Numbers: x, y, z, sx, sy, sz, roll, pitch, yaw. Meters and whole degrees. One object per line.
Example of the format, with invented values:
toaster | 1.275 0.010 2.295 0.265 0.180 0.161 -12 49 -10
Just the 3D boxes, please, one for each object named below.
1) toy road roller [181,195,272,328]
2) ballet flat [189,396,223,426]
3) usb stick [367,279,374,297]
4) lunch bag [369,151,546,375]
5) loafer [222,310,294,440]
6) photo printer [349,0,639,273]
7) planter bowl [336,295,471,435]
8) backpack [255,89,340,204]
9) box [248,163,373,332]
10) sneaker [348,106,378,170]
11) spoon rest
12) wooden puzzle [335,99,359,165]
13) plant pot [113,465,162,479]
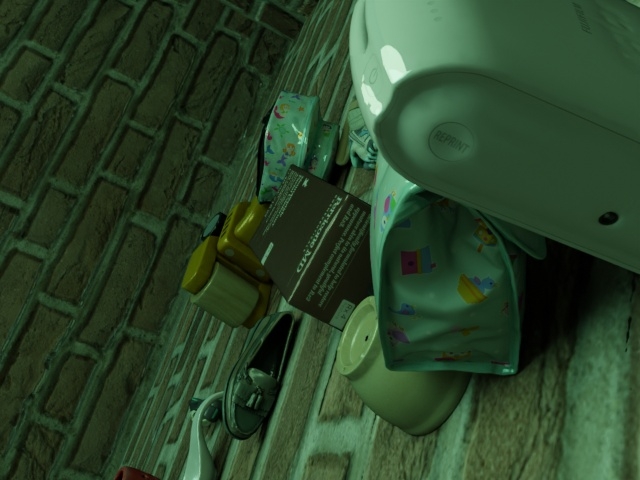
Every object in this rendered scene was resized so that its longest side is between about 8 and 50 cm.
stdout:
toy road roller | -0.181 0.030 1.659 0.240 0.202 0.330 -41 25 33
ballet flat | -0.287 0.421 1.631 0.203 0.074 0.074 -28 39 62
usb stick | 0.145 -0.027 0.936 0.278 0.045 0.077 -63 8 7
lunch bag | 0.123 -0.032 0.626 0.262 0.160 0.224 75 -160 -45
loafer | -0.116 0.250 1.288 0.084 0.096 0.268 -38 28 48
photo printer | 0.168 -0.111 0.481 0.256 0.307 0.107 -80 14 -47
planter bowl | 0.087 0.127 0.764 0.162 0.109 0.162 -56 17 27
backpack | -0.056 -0.213 1.550 0.254 0.191 0.225 92 -169 -48
box | 0.000 0.000 1.150 0.191 0.143 0.381 -61 21 3
sneaker | 0.126 -0.186 1.197 0.283 0.110 0.122 179 97 -76
spoon rest | -0.254 0.452 1.439 0.137 0.084 0.277 -36 31 61
wooden puzzle | 0.108 -0.308 1.468 0.239 0.044 0.221 123 165 -53
plant pot | -0.392 0.617 1.462 0.191 0.174 0.191 -57 16 26
